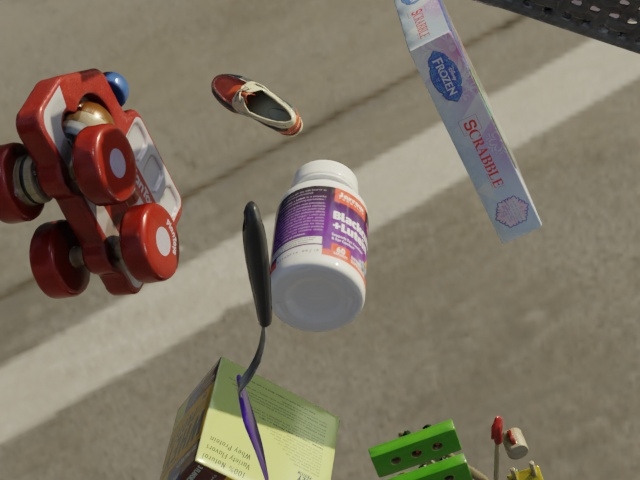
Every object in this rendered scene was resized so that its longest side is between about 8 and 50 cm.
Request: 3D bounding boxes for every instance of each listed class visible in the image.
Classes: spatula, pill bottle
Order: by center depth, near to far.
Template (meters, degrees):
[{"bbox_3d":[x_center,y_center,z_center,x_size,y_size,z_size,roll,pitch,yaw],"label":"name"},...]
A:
[{"bbox_3d":[-0.061,0.094,1.298,0.030,0.296,0.084,-2,30,-9],"label":"spatula"},{"bbox_3d":[0.000,0.000,1.573,0.108,0.108,0.193,-6,41,9],"label":"pill bottle"}]

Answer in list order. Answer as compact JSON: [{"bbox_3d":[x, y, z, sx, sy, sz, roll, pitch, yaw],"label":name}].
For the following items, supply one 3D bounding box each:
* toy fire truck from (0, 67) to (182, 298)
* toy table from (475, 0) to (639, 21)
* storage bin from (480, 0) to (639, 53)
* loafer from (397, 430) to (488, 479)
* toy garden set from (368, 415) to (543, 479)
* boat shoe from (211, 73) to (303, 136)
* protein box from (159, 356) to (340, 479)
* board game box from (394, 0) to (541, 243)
[{"bbox_3d":[-0.281,-0.085,1.785,0.169,0.302,0.254,-11,35,21],"label":"toy fire truck"},{"bbox_3d":[0.239,-0.299,1.263,0.274,0.252,0.160,13,88,38],"label":"toy table"},{"bbox_3d":[0.085,-0.149,0.503,0.180,0.084,0.122,14,47,-25],"label":"storage bin"},{"bbox_3d":[0.161,0.307,1.895,0.050,0.148,0.056,-60,14,-11],"label":"loafer"},{"bbox_3d":[0.184,0.295,1.772,0.204,0.244,0.049,-20,42,2],"label":"toy garden set"},{"bbox_3d":[-0.084,-0.175,1.772,0.137,0.043,0.049,32,88,18],"label":"boat shoe"},{"bbox_3d":[-0.100,0.308,1.928,0.200,0.136,0.201,29,36,-14],"label":"protein box"},{"bbox_3d":[0.200,-0.202,1.985,0.066,0.318,0.318,-24,27,10],"label":"board game box"}]
